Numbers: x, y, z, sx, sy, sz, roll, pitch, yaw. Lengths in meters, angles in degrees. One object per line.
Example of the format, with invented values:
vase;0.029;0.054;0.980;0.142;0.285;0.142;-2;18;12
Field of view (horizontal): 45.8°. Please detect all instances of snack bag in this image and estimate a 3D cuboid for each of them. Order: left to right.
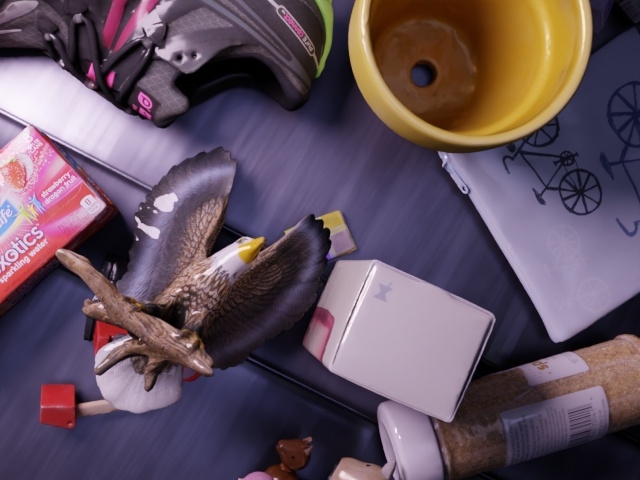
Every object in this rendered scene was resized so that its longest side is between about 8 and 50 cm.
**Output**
snack bag;0.374;-0.068;1.029;0.342;0.037;0.323;-33;93;-7

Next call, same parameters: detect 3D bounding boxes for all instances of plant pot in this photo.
plant pot;0.149;-0.221;0.896;0.253;0.239;0.254;0;89;-7

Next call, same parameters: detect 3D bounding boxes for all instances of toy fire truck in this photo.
toy fire truck;-0.236;0.164;0.927;0.191;0.047;0.135;7;112;-21

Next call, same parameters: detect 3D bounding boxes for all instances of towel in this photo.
towel;0.000;0.000;0.990;0.083;0.009;0.060;-19;93;-8

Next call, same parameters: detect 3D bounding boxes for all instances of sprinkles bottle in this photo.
sprinkles bottle;0.256;0.220;0.967;0.355;0.121;0.121;-14;91;-8

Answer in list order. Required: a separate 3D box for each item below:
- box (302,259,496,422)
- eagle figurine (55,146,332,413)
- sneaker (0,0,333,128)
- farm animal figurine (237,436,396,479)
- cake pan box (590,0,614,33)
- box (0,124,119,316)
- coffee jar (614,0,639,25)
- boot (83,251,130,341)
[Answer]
box;0.079;0.107;0.887;0.148;0.232;0.127;24;86;-6
eagle figurine;-0.128;0.043;0.872;0.225;0.298;0.227;-4;113;17
sneaker;-0.222;-0.237;0.875;0.482;0.185;0.203;2;85;-7
farm animal figurine;0.051;0.335;0.835;0.172;0.330;0.327;-40;94;-11
cake pan box;0.270;-0.415;0.953;0.266;0.070;0.246;24;86;21
box;-0.376;0.002;0.881;0.257;0.122;0.128;-43;95;-6
coffee jar;0.401;-0.385;1.013;0.096;0.079;0.184;-44;94;-7
boot;-0.232;0.077;0.942;0.099;0.045;0.121;17;88;-12
